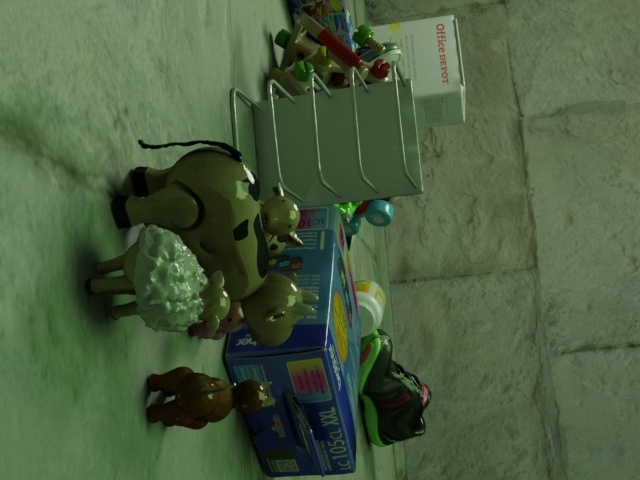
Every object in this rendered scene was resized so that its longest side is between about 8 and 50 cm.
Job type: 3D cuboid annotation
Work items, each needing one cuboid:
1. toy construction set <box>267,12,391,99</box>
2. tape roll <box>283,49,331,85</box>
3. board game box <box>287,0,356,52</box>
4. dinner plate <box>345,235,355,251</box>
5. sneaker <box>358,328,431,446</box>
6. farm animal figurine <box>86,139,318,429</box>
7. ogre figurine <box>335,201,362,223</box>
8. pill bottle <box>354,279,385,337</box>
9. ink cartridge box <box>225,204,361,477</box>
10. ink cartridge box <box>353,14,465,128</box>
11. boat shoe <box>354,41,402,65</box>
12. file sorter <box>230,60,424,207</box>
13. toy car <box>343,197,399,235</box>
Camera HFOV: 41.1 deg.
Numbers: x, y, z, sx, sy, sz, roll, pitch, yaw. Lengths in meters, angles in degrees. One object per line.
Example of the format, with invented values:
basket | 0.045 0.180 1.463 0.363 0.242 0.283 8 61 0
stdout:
toy construction set | -0.017 -0.334 1.619 0.237 0.257 0.309 42 -19 11
tape roll | -0.010 -0.308 1.908 0.275 0.090 0.275 -6 90 -80
board game box | -0.001 -0.519 1.948 0.201 0.136 0.035 76 27 -45
dinner plate | 0.085 -0.038 2.407 0.141 0.017 0.141 -178 -90 -81
sneaker | 0.205 0.401 2.391 0.483 0.202 0.185 74 13 -47
farm animal figurine | -0.092 0.024 0.920 0.330 0.172 0.327 -87 167 -45
ogre figurine | 0.036 -0.103 1.991 0.118 0.097 0.197 45 1 -6
pill bottle | 0.104 0.178 2.185 0.208 0.117 0.118 -56 139 -77
ink cartridge box | -0.030 0.170 1.300 0.396 0.151 0.270 -82 163 -51
ink cartridge box | 0.208 -0.460 2.417 0.160 0.384 0.279 68 19 -60
boat shoe | 0.075 -0.431 2.057 0.319 0.116 0.099 -14 -88 58
file sorter | 0.009 -0.165 1.369 0.173 0.277 0.193 21 63 -75
toy car | 0.081 -0.176 2.241 0.238 0.210 0.219 42 49 -33
